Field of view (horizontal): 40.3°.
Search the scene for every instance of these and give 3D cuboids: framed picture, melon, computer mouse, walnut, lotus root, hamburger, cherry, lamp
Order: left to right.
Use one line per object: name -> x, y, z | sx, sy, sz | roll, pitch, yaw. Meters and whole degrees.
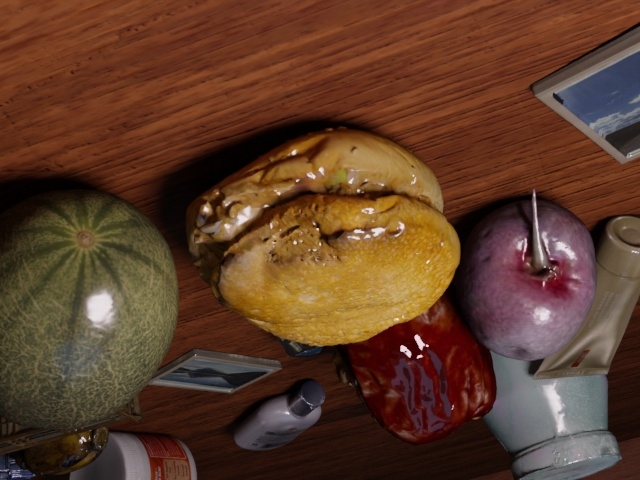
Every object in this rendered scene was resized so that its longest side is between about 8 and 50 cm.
lamp -> -0.466, 0.297, 1.480 | 0.325, 0.089, 0.090 | -16, 154, 10
lotus root -> -0.477, 0.373, 1.605 | 0.209, 0.120, 0.120 | -21, 153, 20
melon -> -0.275, 0.074, 0.940 | 0.237, 0.238, 0.302 | 2, 147, -26
framed picture -> -0.190, 0.237, 1.559 | 0.150, 0.015, 0.203 | -31, 149, 34
computer mouse -> -0.035, 0.140, 1.395 | 0.079, 0.047, 0.135 | -31, 139, 10
hamburger -> 0.000, 0.000, 0.987 | 0.289, 0.170, 0.314 | -24, 151, 17
walnut -> 0.125, 0.179, 1.300 | 0.243, 0.269, 0.221 | -19, -174, 24
cherry -> 0.275, 0.054, 1.176 | 0.183, 0.213, 0.266 | 20, 167, 14
framed picture -> 0.376, -0.168, 0.981 | 0.189, 0.023, 0.260 | -25, 152, 31

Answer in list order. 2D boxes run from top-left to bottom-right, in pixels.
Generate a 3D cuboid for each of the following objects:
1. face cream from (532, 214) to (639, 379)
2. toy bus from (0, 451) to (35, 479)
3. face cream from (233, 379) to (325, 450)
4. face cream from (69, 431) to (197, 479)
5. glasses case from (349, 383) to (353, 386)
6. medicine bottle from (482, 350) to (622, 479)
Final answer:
face cream -> 0.441, 0.110, 1.380 | 0.137, 0.084, 0.341 | -3, 134, -10
toy bus -> -0.677, 0.440, 1.689 | 0.236, 0.079, 0.094 | 1, 153, -24
face cream -> -0.074, 0.363, 1.799 | 0.143, 0.071, 0.291 | 0, 152, -26
face cream -> -0.383, 0.497, 1.791 | 0.201, 0.201, 0.187 | -30, 149, 32
glasses case -> 0.136, 0.224, 1.633 | 0.196, 0.050, 0.083 | -25, 153, 25
medicine bottle -> 0.405, 0.288, 1.603 | 0.244, 0.290, 0.245 | -10, 154, -5
